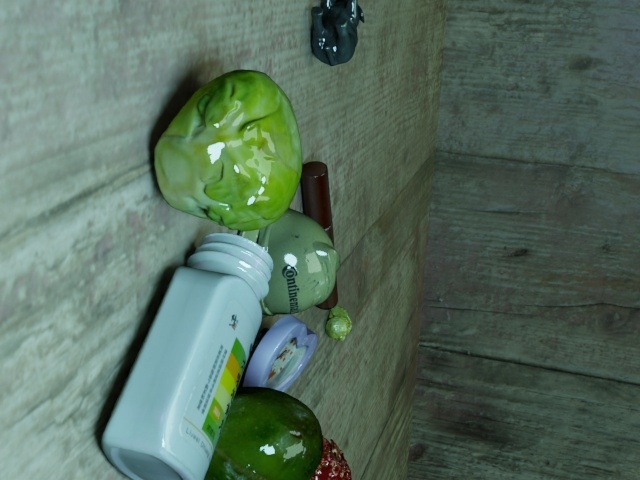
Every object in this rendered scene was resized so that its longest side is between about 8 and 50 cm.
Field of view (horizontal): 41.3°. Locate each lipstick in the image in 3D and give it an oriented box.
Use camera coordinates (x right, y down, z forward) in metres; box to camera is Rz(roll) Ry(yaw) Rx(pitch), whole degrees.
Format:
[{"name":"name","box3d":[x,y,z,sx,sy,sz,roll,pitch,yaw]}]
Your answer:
[{"name":"lipstick","box3d":[0.000,0.000,1.707,0.057,0.057,0.356,-66,158,-45]}]

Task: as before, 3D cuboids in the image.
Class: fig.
[{"name":"fig","box3d":[-0.114,0.288,1.239,0.245,0.195,0.195,43,50,-36]}]

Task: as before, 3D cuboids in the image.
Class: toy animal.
[{"name":"toy animal","box3d":[0.038,-0.435,1.587,0.137,0.082,0.269,84,17,-50]}]

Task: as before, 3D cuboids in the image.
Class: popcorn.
[{"name":"popcorn","box3d":[0.043,0.190,1.953,0.068,0.060,0.083,25,65,-74]}]

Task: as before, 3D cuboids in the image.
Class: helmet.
[{"name":"helmet","box3d":[-0.038,0.033,1.436,0.257,0.137,0.204,72,30,-57]}]

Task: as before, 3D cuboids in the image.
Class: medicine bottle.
[{"name":"medicine bottle","box3d":[-0.159,0.147,1.095,0.179,0.124,0.324,76,25,-52]}]

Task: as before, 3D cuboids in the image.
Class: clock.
[{"name":"clock","box3d":[-0.086,0.210,1.473,0.172,0.064,0.198,-55,159,-7]}]

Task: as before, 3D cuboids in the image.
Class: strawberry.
[{"name":"strawberry","box3d":[-0.030,0.456,1.655,0.184,0.187,0.201,-28,-104,60]}]

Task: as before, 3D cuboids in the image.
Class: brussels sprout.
[{"name":"brussels sprout","box3d":[-0.105,-0.116,1.072,0.223,0.161,0.223,16,90,-75]}]
